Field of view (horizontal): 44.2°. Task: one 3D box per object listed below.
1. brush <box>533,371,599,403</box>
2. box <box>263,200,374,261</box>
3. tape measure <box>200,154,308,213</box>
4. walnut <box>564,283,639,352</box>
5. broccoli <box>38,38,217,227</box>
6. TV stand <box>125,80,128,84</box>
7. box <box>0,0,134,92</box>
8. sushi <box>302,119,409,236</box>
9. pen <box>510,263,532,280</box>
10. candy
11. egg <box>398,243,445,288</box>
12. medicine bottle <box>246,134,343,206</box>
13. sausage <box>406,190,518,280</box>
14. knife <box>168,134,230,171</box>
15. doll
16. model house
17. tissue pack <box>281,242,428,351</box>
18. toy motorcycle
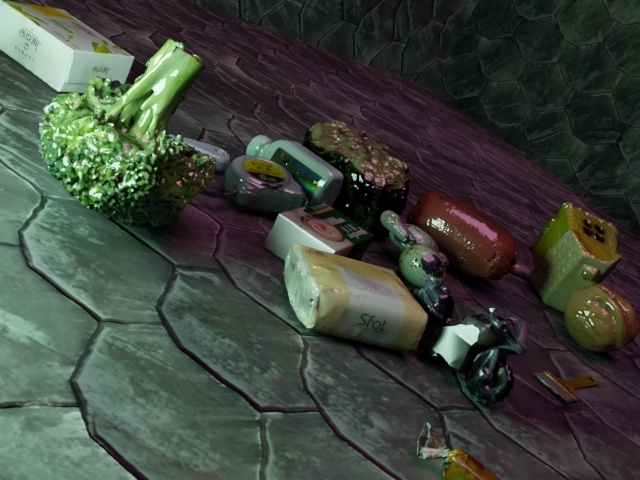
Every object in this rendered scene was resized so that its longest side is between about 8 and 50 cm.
[{"bbox_3d":[0.500,0.283,1.556,0.205,0.011,0.083,4,30,-47],"label":"brush"},{"bbox_3d":[0.000,0.000,1.526,0.135,0.081,0.199,34,24,17],"label":"box"},{"bbox_3d":[-0.197,-0.121,1.585,0.331,0.084,0.164,8,27,-25],"label":"tape measure"},{"bbox_3d":[0.630,0.179,1.779,0.167,0.149,0.166,3,48,-3],"label":"walnut"},{"bbox_3d":[-0.292,-0.165,1.314,0.249,0.302,0.375,60,-2,-30],"label":"broccoli"},{"bbox_3d":[-0.560,-0.431,1.915,0.249,0.036,0.042,35,21,20],"label":"TV stand"},{"bbox_3d":[-0.591,-0.437,1.795,0.261,0.111,0.194,33,21,20],"label":"box"},{"bbox_3d":[0.076,-0.152,1.839,0.211,0.170,0.350,12,25,-31],"label":"sushi"},{"bbox_3d":[0.588,0.109,2.039,0.239,0.028,0.028,23,21,-9],"label":"pen"},{"bbox_3d":[0.201,0.321,1.065,0.182,0.046,0.053,38,20,14],"label":"candy"},{"bbox_3d":[0.212,0.056,1.635,0.085,0.085,0.110,3,36,-47],"label":"egg"},{"bbox_3d":[-0.065,-0.151,1.736,0.229,0.121,0.083,38,24,26],"label":"medicine bottle"},{"bbox_3d":[0.327,-0.010,1.841,0.280,0.152,0.152,35,22,21],"label":"sausage"},{"bbox_3d":[-0.354,-0.222,1.683,0.332,0.044,0.080,19,24,-12],"label":"knife"},{"bbox_3d":[0.210,0.011,1.726,0.214,0.071,0.103,40,5,-27],"label":"doll"},{"bbox_3d":[0.619,0.053,1.942,0.175,0.193,0.234,31,36,1],"label":"model house"},{"bbox_3d":[0.054,0.096,1.346,0.222,0.090,0.186,18,21,-24],"label":"tissue pack"},{"bbox_3d":[0.253,0.153,1.367,0.270,0.159,0.106,47,7,38],"label":"toy motorcycle"}]
